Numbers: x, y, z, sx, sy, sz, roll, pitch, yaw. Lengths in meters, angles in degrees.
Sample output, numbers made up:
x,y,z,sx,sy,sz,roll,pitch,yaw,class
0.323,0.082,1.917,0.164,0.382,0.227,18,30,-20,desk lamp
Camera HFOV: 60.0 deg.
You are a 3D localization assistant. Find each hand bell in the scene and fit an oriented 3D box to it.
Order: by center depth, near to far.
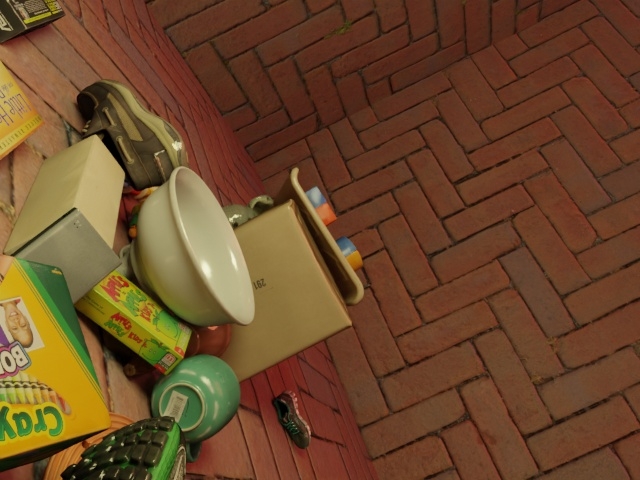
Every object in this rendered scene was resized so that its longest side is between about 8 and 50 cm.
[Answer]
x,y,z,sx,sy,sz,roll,pitch,yaw,class
-0.260,0.185,0.962,0.126,0.126,0.242,64,15,1,hand bell

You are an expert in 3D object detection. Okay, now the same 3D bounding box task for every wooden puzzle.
x,y,z,sx,sy,sz,roll,pitch,yaw,class
0.000,0.000,1.415,0.348,0.080,0.322,62,-15,1,wooden puzzle

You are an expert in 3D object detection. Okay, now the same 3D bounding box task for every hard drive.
x,y,z,sx,sy,sz,roll,pitch,yaw,class
-0.327,0.037,0.682,0.022,0.135,0.094,18,-35,47,hard drive

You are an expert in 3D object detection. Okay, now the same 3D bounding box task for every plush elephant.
x,y,z,sx,sy,sz,roll,pitch,yaw,class
-0.200,0.019,1.440,0.330,0.271,0.256,38,-38,37,plush elephant

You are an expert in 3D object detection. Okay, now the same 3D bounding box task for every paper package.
x,y,z,sx,sy,sz,roll,pitch,yaw,class
-0.135,0.116,1.241,0.310,0.324,0.168,63,3,-4,paper package

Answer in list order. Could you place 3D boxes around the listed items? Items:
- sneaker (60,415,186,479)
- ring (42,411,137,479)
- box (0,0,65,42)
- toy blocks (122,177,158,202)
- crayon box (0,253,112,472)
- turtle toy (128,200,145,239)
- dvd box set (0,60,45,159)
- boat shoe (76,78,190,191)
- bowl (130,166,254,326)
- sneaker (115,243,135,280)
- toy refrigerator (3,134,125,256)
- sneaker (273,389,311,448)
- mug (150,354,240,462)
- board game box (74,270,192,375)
x,y,z,sx,sy,sz,roll,pitch,yaw,class
-0.183,0.320,0.485,0.146,0.134,0.344,54,28,-37,sneaker
-0.222,0.369,0.652,0.337,0.032,0.336,63,4,-7,ring
-0.590,-0.492,1.016,0.270,0.060,0.216,-108,172,-61,box
-0.416,-0.151,1.195,0.148,0.054,0.123,47,18,-76,toy blocks
-0.277,0.091,0.397,0.278,0.081,0.166,50,15,-77,crayon box
-0.356,-0.030,1.133,0.095,0.066,0.130,60,5,-44,turtle toy
-0.511,-0.269,0.630,0.421,0.062,0.308,62,4,-27,dvd box set
-0.391,-0.205,1.054,0.355,0.130,0.132,34,-36,36,boat shoe
-0.236,0.032,0.968,0.298,0.134,0.298,-22,90,-84,bowl
-0.337,0.038,1.010,0.054,0.061,0.152,61,3,-19,sneaker
-0.368,-0.048,0.831,0.094,0.102,0.270,61,4,-36,toy refrigerator
-0.085,0.500,1.534,0.167,0.065,0.076,62,19,19,sneaker
-0.198,0.267,0.884,0.158,0.129,0.097,65,7,7,mug
-0.287,0.118,0.852,0.181,0.043,0.092,42,10,-15,board game box
